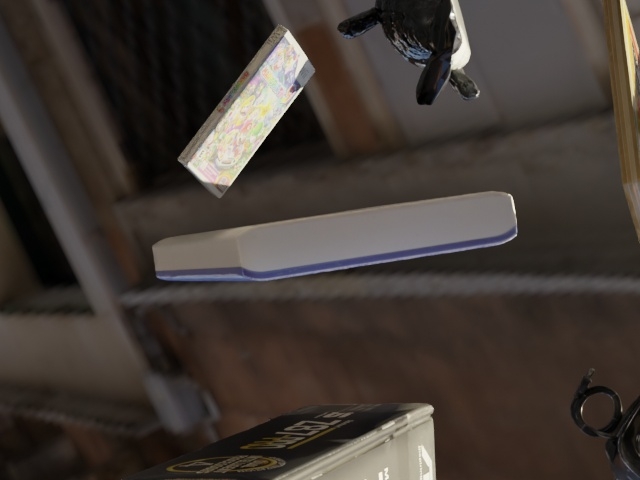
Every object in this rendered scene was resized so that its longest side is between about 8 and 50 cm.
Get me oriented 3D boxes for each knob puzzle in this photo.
[{"bbox_3d":[0.185,-0.014,1.024,0.030,0.213,0.213,-13,-169,13],"label":"knob puzzle"}]

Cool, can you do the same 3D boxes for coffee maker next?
[{"bbox_3d":[0.278,0.162,1.572,0.171,0.120,0.178,13,169,9],"label":"coffee maker"}]

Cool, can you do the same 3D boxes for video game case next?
[{"bbox_3d":[-0.053,-0.093,1.446,0.122,0.011,0.087,-54,160,-4],"label":"video game case"}]

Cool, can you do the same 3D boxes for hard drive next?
[{"bbox_3d":[0.000,0.000,1.571,0.210,0.040,0.319,-8,-179,-16],"label":"hard drive"}]

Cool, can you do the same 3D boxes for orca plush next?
[{"bbox_3d":[0.069,-0.168,1.659,0.102,0.151,0.287,-15,-155,7],"label":"orca plush"}]

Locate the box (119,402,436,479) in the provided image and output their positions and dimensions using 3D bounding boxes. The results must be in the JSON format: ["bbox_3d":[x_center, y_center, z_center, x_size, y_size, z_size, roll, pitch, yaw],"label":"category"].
[{"bbox_3d":[-0.009,0.302,1.085,0.097,0.394,0.318,-2,-179,16],"label":"box"}]
